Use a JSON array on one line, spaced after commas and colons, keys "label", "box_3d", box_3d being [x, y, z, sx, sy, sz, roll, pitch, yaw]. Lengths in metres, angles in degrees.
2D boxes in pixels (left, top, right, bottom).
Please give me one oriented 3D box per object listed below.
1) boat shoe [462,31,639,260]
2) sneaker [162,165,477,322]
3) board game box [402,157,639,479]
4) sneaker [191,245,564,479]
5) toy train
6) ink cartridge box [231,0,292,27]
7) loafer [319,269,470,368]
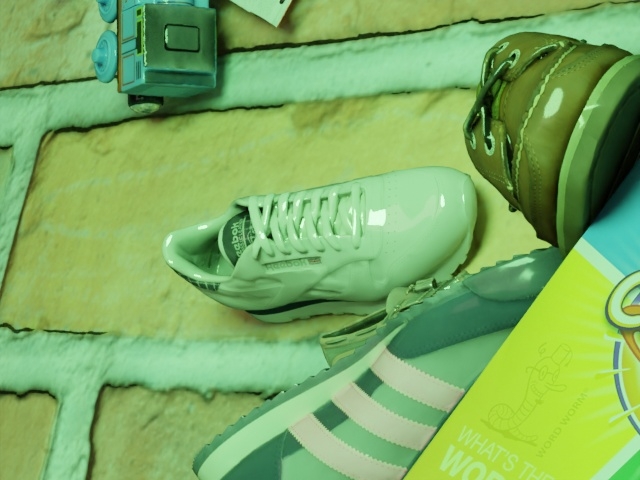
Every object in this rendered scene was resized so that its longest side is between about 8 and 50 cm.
[{"label": "boat shoe", "box_3d": [0.122, -0.053, 1.042, 0.104, 0.307, 0.111, 27, 92, 12]}, {"label": "sneaker", "box_3d": [0.000, 0.000, 1.314, 0.235, 0.095, 0.090, -20, 56, 39]}, {"label": "board game box", "box_3d": [0.180, 0.079, 0.839, 0.316, 0.064, 0.242, -53, 38, -8]}, {"label": "sneaker", "box_3d": [0.067, 0.118, 1.193, 0.319, 0.112, 0.131, -37, 67, 31]}, {"label": "toy train", "box_3d": [-0.127, -0.193, 1.536, 0.105, 0.080, 0.184, -9, 80, 60]}, {"label": "ink cartridge box", "box_3d": [-0.039, -0.201, 1.509, 0.115, 0.029, 0.063, 37, 100, 49]}, {"label": "loafer", "box_3d": [0.047, 0.050, 1.266, 0.125, 0.045, 0.039, -38, 85, 32]}]
